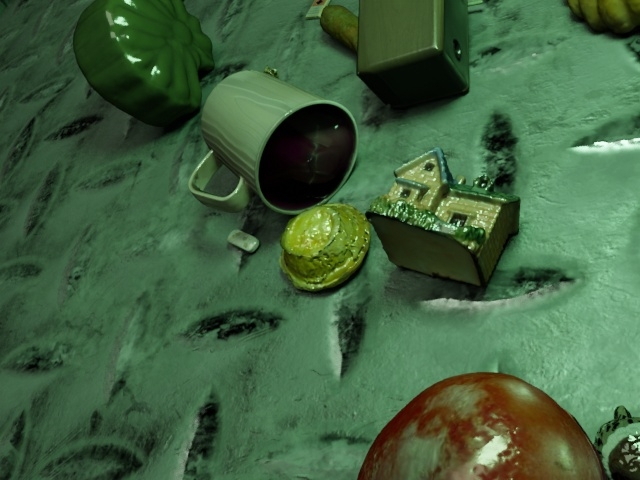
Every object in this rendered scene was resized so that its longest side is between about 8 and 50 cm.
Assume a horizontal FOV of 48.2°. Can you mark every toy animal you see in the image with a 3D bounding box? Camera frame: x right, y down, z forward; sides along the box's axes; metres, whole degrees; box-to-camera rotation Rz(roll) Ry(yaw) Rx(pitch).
[{"bbox_3d":[0.353,0.229,0.808,0.098,0.098,0.137,-19,42,23],"label":"toy animal"}]

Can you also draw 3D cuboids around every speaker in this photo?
[{"bbox_3d":[0.178,-0.391,1.344,0.193,0.153,0.230,-8,66,30],"label":"speaker"}]

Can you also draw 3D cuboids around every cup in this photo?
[{"bbox_3d":[-0.100,-0.170,1.383,0.273,0.208,0.288,39,108,47],"label":"cup"}]

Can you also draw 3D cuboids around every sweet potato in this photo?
[{"bbox_3d":[0.072,-0.445,1.558,0.075,0.075,0.273,-39,48,5],"label":"sweet potato"}]

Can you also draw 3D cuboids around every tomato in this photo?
[{"bbox_3d":[0.134,0.299,0.815,0.334,0.176,0.289,-55,38,13],"label":"tomato"}]

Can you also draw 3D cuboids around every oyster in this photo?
[{"bbox_3d":[-0.131,-0.387,1.658,0.083,0.080,0.038,37,56,14],"label":"oyster"}]

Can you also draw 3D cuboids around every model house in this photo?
[{"bbox_3d":[0.198,-0.045,1.093,0.183,0.166,0.172,20,67,31],"label":"model house"}]

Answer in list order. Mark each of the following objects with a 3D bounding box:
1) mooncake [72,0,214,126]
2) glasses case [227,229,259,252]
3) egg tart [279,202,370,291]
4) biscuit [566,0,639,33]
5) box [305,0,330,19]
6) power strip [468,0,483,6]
[{"bbox_3d":[-0.419,-0.465,1.750,0.187,0.351,0.351,-24,45,35],"label":"mooncake"},{"bbox_3d":[-0.152,0.001,1.402,0.083,0.021,0.032,23,70,44],"label":"glasses case"},{"bbox_3d":[0.000,0.000,1.260,0.191,0.074,0.191,-17,49,21],"label":"egg tart"},{"bbox_3d":[0.542,-0.507,1.194,0.326,0.107,0.325,-26,51,38],"label":"biscuit"},{"bbox_3d":[-0.002,-0.575,1.748,0.046,0.012,0.083,9,65,41],"label":"box"},{"bbox_3d":[0.250,-0.465,1.459,0.175,0.042,0.075,-2,55,35],"label":"power strip"}]
